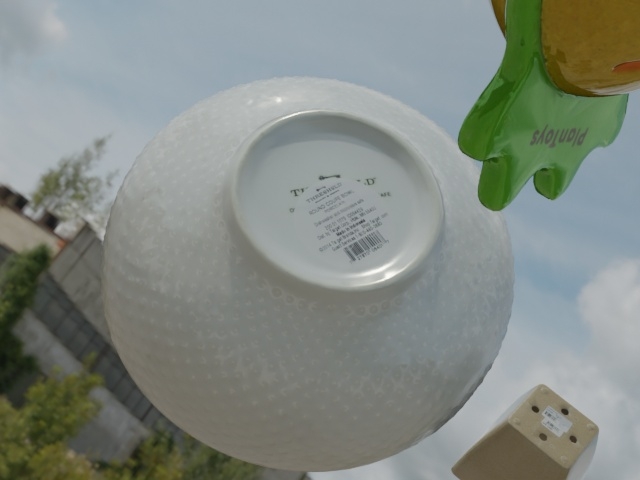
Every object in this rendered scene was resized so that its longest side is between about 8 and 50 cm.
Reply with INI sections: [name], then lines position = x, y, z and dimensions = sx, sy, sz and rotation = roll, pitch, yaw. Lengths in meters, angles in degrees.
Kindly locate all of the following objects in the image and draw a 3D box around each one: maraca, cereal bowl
[maraca]
position = 0.100, -0.095, 0.332
dimensions = 0.127, 0.186, 0.099
rotation = -8, 34, -45
[cereal bowl]
position = 0.000, 0.000, 0.782
dimensions = 0.339, 0.339, 0.141
rotation = 33, -32, 7

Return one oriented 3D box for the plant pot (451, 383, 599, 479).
[plant pot]
position = 0.217, 0.212, 1.004
dimensions = 0.109, 0.109, 0.096
rotation = 38, -43, 19
